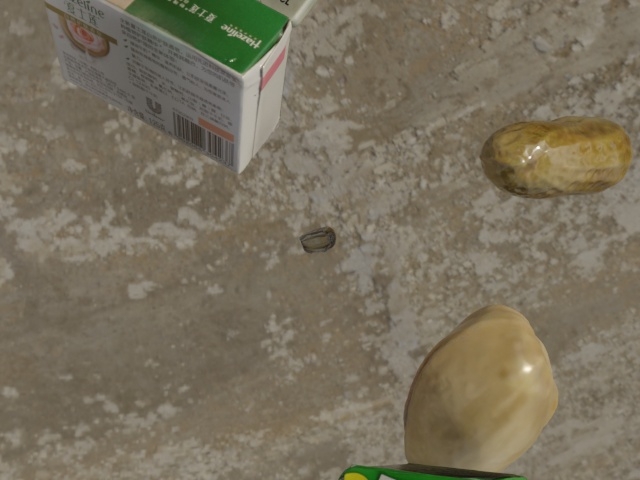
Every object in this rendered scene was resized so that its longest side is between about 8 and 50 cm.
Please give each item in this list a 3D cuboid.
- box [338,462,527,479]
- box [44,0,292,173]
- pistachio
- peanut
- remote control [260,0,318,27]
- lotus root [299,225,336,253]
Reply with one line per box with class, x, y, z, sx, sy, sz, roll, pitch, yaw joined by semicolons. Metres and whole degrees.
box;0.134;0.311;0.837;0.180;0.102;0.250;-2;165;25
box;-0.129;-0.161;0.628;0.199;0.081;0.135;28;151;6
pistachio;0.225;0.237;1.075;0.214;0.193;0.318;17;121;-13
peanut;0.277;-0.097;0.869;0.226;0.108;0.095;-10;110;-36
remote control;-0.016;-0.427;1.173;0.190;0.087;0.029;-51;150;3
lotus root;0.001;-0.001;1.232;0.030;0.083;0.037;-33;101;-34
